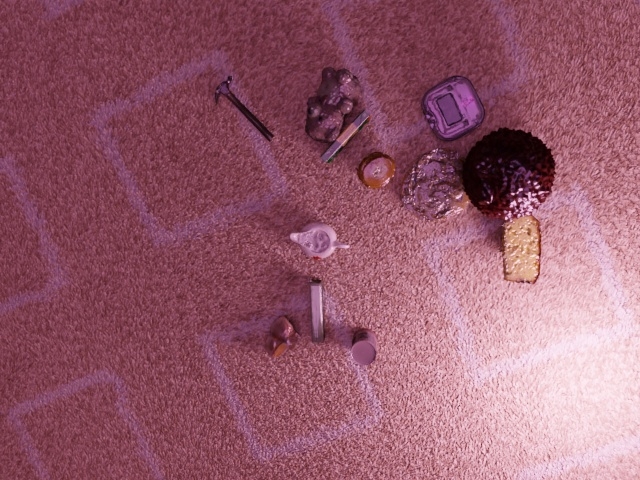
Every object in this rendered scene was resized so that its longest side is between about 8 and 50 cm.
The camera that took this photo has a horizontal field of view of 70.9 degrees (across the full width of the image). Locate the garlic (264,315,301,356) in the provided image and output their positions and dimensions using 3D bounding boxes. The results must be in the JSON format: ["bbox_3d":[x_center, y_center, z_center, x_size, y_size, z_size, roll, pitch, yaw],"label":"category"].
[{"bbox_3d":[-0.160,0.393,1.797,0.124,0.099,0.174,34,101,17],"label":"garlic"}]

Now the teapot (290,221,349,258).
[{"bbox_3d":[0.000,0.000,1.727,0.227,0.092,0.145,8,101,5],"label":"teapot"}]

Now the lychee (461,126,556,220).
[{"bbox_3d":[0.632,-0.221,1.516,0.330,0.306,0.305,-34,92,-25],"label":"lychee"}]

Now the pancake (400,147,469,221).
[{"bbox_3d":[0.431,-0.204,1.666,0.283,0.049,0.282,1,98,8],"label":"pancake"}]

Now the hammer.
[{"bbox_3d":[-0.288,-0.495,1.736,0.297,0.027,0.125,44,100,0],"label":"hammer"}]

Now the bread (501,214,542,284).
[{"bbox_3d":[0.719,0.020,1.617,0.130,0.134,0.259,-1,100,19],"label":"bread"}]

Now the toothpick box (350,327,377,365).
[{"bbox_3d":[0.168,0.407,1.725,0.099,0.149,0.098,1,97,7],"label":"toothpick box"}]

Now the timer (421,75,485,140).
[{"bbox_3d":[0.478,-0.474,1.618,0.191,0.069,0.208,-28,94,12],"label":"timer"}]

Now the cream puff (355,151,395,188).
[{"bbox_3d":[0.206,-0.262,1.662,0.144,0.103,0.126,-31,105,10],"label":"cream puff"}]

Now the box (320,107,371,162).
[{"bbox_3d":[0.094,-0.379,1.646,0.034,0.132,0.235,44,100,-1],"label":"box"}]

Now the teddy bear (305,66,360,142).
[{"bbox_3d":[0.035,-0.488,1.624,0.151,0.236,0.267,34,88,-41],"label":"teddy bear"}]

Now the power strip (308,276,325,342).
[{"bbox_3d":[-0.013,0.277,1.769,0.052,0.078,0.271,-1,96,5],"label":"power strip"}]
